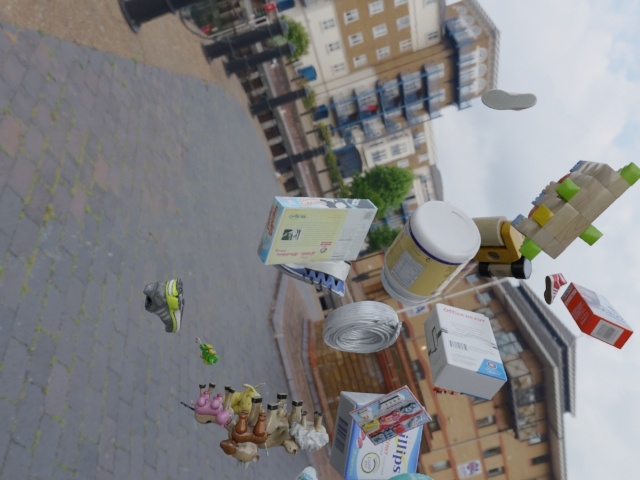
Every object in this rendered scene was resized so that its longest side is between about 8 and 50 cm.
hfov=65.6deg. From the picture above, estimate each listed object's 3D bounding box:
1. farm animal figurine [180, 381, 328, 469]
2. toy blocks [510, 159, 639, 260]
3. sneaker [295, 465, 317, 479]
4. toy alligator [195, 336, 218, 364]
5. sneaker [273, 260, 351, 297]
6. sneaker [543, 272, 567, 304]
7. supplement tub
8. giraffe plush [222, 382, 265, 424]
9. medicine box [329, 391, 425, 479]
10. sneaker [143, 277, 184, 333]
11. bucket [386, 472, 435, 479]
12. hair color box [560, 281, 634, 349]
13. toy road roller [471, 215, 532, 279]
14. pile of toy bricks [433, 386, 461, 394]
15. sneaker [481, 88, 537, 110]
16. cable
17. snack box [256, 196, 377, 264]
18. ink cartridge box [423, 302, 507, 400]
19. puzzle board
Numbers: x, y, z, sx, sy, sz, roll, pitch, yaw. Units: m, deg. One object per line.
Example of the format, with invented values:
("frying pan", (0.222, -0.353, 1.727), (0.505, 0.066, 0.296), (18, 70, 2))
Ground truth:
("farm animal figurine", (-0.186, 0.514, 1.355), (0.330, 0.326, 0.172), (4, -95, 60))
("toy blocks", (0.751, -0.107, 1.536), (0.190, 0.381, 0.261), (40, 14, -3))
("sneaker", (-0.058, 1.015, 2.030), (0.283, 0.110, 0.122), (-45, 157, -70))
("toy alligator", (-0.442, 0.437, 1.958), (0.051, 0.056, 0.189), (24, 6, -36))
("sneaker", (-0.028, 0.051, 1.691), (0.182, 0.315, 0.127), (-62, 172, -16))
("sneaker", (0.805, 0.164, 1.702), (0.042, 0.066, 0.119), (-126, -157, -59))
("supplement tub", (0.360, 0.052, 1.694), (0.331, 0.240, 0.241), (115, -32, -49))
("giraffe plush", (-0.297, 0.717, 2.071), (0.181, 0.210, 0.171), (32, 27, -41))
("medicine box", (0.205, 0.705, 1.799), (0.149, 0.289, 0.264), (180, -80, -69))
("sneaker", (-0.533, 0.221, 1.699), (0.300, 0.121, 0.111), (106, -14, -49))
("bucket", (0.238, 0.715, 1.198), (0.183, 0.281, 0.281), (95, -22, -85))
("hair color box", (0.608, 0.162, 1.104), (0.167, 0.093, 0.053), (-62, 176, -69))
("toy road roller", (0.741, -0.006, 2.030), (0.330, 0.202, 0.241), (55, 53, -31))
("pile of toy bricks", (0.561, 0.580, 2.055), (0.212, 0.118, 0.105), (12, 71, -41))
("sneaker", (0.478, -0.357, 1.273), (0.070, 0.134, 0.051), (-41, 136, -75))
("cable", (0.135, 0.293, 1.659), (0.257, 0.256, 0.089), (86, 4, -55))
("snack box", (-0.005, -0.027, 1.397), (0.060, 0.321, 0.187), (49, -51, 41))
("ink cartridge box", (0.341, 0.263, 1.199), (0.203, 0.148, 0.086), (-83, -169, -56))
("puzzle board", (0.133, 0.337, 0.947), (0.096, 0.128, 0.011), (53, 16, -19))
